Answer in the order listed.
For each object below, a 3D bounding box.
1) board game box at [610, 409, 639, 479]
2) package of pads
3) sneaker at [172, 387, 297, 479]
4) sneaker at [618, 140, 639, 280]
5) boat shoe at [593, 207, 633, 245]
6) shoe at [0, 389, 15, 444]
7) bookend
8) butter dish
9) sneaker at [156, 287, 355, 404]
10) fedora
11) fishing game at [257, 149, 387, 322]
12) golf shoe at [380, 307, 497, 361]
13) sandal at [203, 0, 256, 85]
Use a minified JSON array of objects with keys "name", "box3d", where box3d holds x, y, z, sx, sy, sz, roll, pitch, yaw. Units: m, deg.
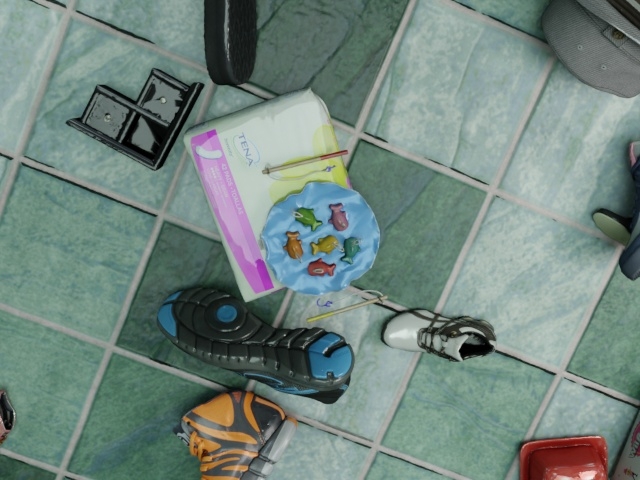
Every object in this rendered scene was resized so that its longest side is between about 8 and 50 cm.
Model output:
[{"name":"board game box","box3d":[0.699,0.392,1.403,0.303,0.097,0.224,19,94,-6]},{"name":"package of pads","box3d":[-0.063,-0.077,1.285,0.229,0.101,0.296,-20,101,2]},{"name":"sneaker","box3d":[-0.191,0.394,1.337,0.180,0.124,0.321,32,65,2]},{"name":"sneaker","box3d":[0.546,-0.090,1.300,0.131,0.112,0.319,30,84,20]},{"name":"boat shoe","box3d":[0.524,-0.018,1.352,0.133,0.049,0.042,31,72,-2]},{"name":"shoe","box3d":[-0.567,0.342,1.362,0.081,0.063,0.177,-6,97,4]},{"name":"bookend","box3d":[-0.290,-0.217,1.264,0.156,0.072,0.157,29,98,-7]},{"name":"butter dish","box3d":[0.440,0.438,1.395,0.160,0.118,0.159,-4,100,-1]},{"name":"sneaker","box3d":[-0.114,0.188,1.318,0.341,0.139,0.125,20,56,12]},{"name":"fedora","box3d":[0.448,-0.310,1.226,0.275,0.243,0.124,31,127,-10]},{"name":"fishing game","box3d":[0.000,0.000,1.232,0.189,0.041,0.264,-13,106,-3]},{"name":"golf shoe","box3d":[0.202,0.162,1.347,0.198,0.094,0.077,0,102,-1]},{"name":"sandal","box3d":[-0.164,-0.458,1.185,0.107,0.167,0.445,5,101,15]}]
